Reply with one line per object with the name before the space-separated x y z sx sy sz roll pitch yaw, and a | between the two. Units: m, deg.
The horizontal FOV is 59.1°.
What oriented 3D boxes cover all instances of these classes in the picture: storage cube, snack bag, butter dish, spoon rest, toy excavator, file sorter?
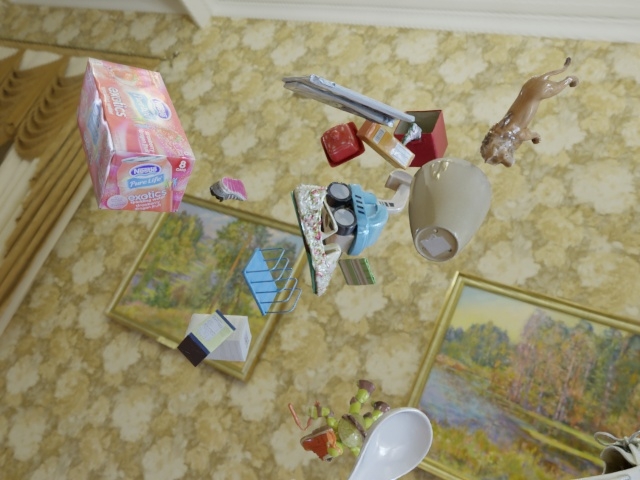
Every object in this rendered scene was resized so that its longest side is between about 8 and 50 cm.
storage cube | 0.458 -0.458 2.563 0.183 0.215 0.193 4 -43 28
snack bag | 0.072 -0.386 1.572 0.323 0.037 0.342 17 8 -21
butter dish | 0.072 -0.393 2.213 0.159 0.160 0.118 -25 -22 15
spoon rest | 0.083 0.402 1.014 0.137 0.276 0.084 63 -7 -23
toy excavator | 0.213 -0.123 2.366 0.445 0.433 0.222 5 -40 -15
file sorter | -0.140 0.119 1.680 0.104 0.118 0.170 -7 -57 23

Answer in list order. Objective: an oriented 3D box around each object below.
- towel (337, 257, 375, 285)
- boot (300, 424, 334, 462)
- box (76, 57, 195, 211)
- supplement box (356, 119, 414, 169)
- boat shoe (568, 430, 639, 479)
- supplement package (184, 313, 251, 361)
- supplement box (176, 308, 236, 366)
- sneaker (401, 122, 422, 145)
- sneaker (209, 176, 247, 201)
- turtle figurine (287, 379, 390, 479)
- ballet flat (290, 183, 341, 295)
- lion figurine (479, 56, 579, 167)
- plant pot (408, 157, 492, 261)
towel | 0.139 0.118 2.148 0.152 0.023 0.113 -7 -70 49
boot | -0.002 0.525 1.429 0.059 0.085 0.158 -10 -24 -29
box | -0.370 -0.207 1.108 0.154 0.300 0.142 2 -45 -35
supplement box | 0.253 -0.367 2.175 0.233 0.080 0.078 37 -4 -28
boat shoe | 0.582 0.427 1.056 0.367 0.156 0.136 -8 -31 -27
supplement package | -0.319 0.304 1.770 0.179 0.105 0.105 2 -48 7
supplement box | -0.226 0.193 1.117 0.056 0.083 0.083 47 -40 1
sneaker | 0.363 -0.398 2.194 0.069 0.098 0.038 29 7 -19
sneaker | -0.281 -0.149 1.711 0.074 0.063 0.170 -19 -10 15
turtle figurine | 0.067 0.431 1.343 0.269 0.217 0.087 44 -42 4
ballet flat | 0.000 0.000 1.119 0.077 0.241 0.091 -12 23 -1
lion figurine | 0.671 -0.424 1.844 0.240 0.392 0.142 -4 32 -42
plant pot | 0.365 -0.067 1.668 0.256 0.274 0.256 11 -51 14
